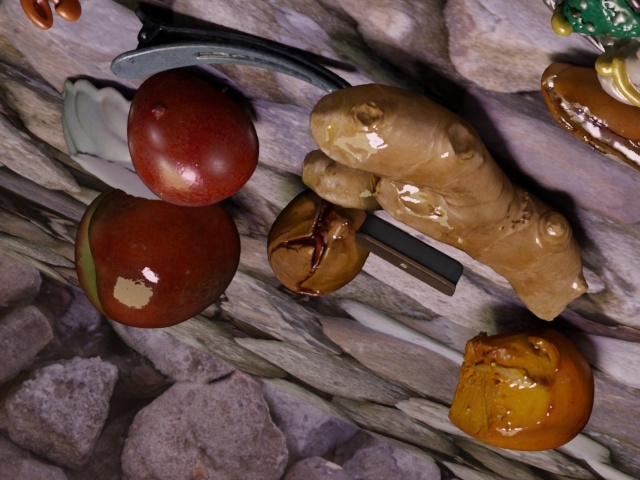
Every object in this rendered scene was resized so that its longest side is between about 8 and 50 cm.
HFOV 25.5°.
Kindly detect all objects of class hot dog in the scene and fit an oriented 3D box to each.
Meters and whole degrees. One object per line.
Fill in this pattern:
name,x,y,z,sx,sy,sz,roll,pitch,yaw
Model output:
hot dog,0.252,-0.104,1.226,0.140,0.060,0.090,28,170,-23

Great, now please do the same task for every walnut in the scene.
walnut,0.000,0.000,1.858,0.137,0.137,0.245,27,156,-5

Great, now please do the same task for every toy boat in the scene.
toy boat,-0.250,-0.124,1.889,0.290,0.100,0.199,13,161,44

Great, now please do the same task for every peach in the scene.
peach,-0.240,0.016,2.104,0.252,0.252,0.252,24,165,7

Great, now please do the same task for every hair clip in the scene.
hair clip,-0.088,-0.193,1.489,0.275,0.083,0.048,11,153,23
hair clip,0.298,-0.111,1.064,0.321,0.091,0.138,30,162,-19

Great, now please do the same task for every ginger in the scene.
ginger,0.148,-0.050,1.492,0.348,0.122,0.363,21,163,1

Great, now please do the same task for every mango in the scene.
mango,0.282,0.217,2.025,0.199,0.201,0.350,51,177,10

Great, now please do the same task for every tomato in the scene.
tomato,-0.154,-0.114,1.675,0.167,0.167,0.167,24,165,7

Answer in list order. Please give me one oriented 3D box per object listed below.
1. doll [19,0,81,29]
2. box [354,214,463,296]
doll,-0.318,-0.294,1.377,0.221,0.143,0.135,34,128,-26
box,0.098,0.016,1.555,0.126,0.031,0.091,30,174,8
